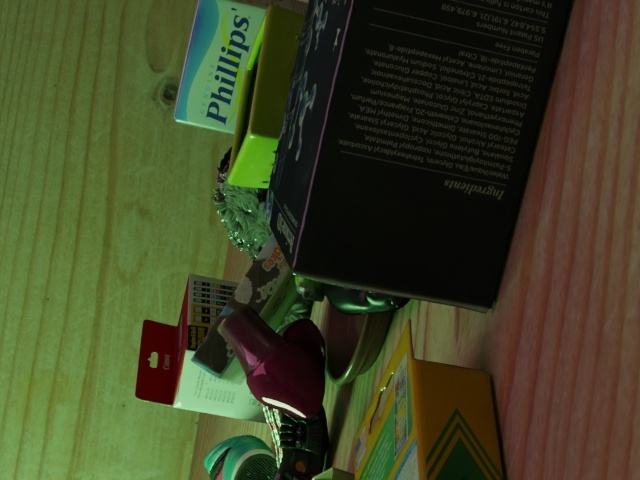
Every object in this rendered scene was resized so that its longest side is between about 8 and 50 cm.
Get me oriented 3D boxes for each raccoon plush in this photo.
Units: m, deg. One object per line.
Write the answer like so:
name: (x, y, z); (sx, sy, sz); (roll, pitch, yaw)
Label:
raccoon plush: (-0.089, -0.056, 2.270); (0.299, 0.216, 0.447); (-84, 8, -72)

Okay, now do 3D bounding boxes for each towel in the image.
towel: (-0.069, 0.284, 2.028); (0.144, 0.029, 0.197); (-92, -8, -59)

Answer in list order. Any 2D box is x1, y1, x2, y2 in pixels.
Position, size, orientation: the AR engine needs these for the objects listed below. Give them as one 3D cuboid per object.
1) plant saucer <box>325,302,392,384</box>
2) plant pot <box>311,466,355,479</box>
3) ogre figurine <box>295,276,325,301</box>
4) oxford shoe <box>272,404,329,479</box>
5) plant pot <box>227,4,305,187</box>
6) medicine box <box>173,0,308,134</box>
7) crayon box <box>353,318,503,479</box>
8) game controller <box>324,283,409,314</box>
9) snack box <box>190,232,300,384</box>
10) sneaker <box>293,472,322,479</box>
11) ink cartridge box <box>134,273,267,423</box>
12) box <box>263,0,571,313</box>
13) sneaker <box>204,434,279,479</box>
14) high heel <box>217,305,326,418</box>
plant saucer: (0.060, 0.064, 1.718); (0.278, 0.041, 0.278); (-170, 90, -80)
plant pot: (0.040, 0.319, 1.382); (0.109, 0.096, 0.109); (127, 153, -69)
ogre figurine: (0.000, 0.000, 1.768); (0.197, 0.096, 0.118); (-60, -3, 16)
oxford shoe: (-0.024, 0.337, 1.833); (0.096, 0.082, 0.227); (-38, -38, -72)
plant pot: (-0.018, -0.205, 1.965); (0.228, 0.207, 0.227); (129, 150, -68)
medicine box: (-0.123, -0.345, 2.462); (0.149, 0.289, 0.264); (-103, 26, -67)
crayon box: (0.099, 0.260, 1.163); (0.323, 0.083, 0.203); (-91, 16, -48)
game controller: (0.080, -0.063, 1.582); (0.166, 0.067, 0.319); (-16, 60, 60)
snack box: (-0.074, 0.072, 1.934); (0.322, 0.060, 0.187); (-57, -10, -5)
sneaker: (0.012, 0.357, 1.602); (0.221, 0.083, 0.087); (-171, 79, -85)
ink cartridge box: (-0.198, 0.194, 2.347); (0.309, 0.271, 0.130); (-103, 26, -65)
box: (0.092, -0.165, 1.302); (0.293, 0.211, 0.396); (-125, 47, -75)
sneaker: (-0.161, 0.472, 2.245); (0.178, 0.123, 0.296); (-121, 50, -68)
high heel: (-0.031, 0.206, 1.814); (0.127, 0.181, 0.377); (-43, -19, 7)
